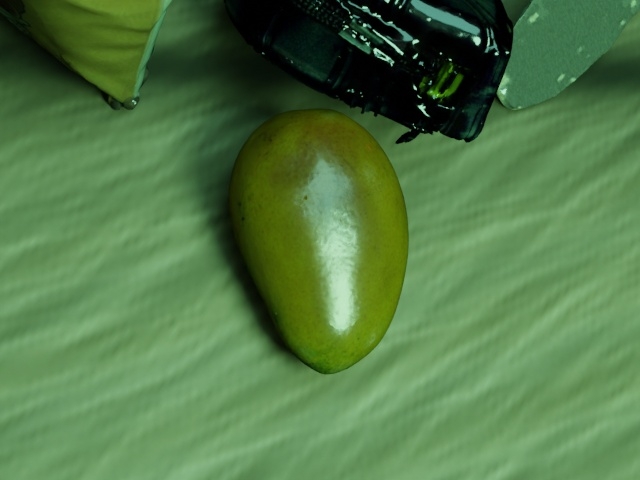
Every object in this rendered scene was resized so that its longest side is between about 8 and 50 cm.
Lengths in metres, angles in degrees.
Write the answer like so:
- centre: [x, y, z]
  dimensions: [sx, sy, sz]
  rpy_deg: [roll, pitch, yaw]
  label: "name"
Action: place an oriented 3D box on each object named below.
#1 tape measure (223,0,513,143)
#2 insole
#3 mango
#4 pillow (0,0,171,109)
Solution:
- centre: [0.029, -0.158, 1.179]
  dimensions: [0.186, 0.112, 0.199]
  rpy_deg: [24, 26, -10]
  label: "tape measure"
- centre: [0.210, -0.185, 1.306]
  dimensions: [0.248, 0.011, 0.081]
  rpy_deg: [-41, 123, -18]
  label: "insole"
- centre: [0.004, -0.004, 1.131]
  dimensions: [0.111, 0.089, 0.163]
  rpy_deg: [-23, 89, -20]
  label: "mango"
- centre: [-0.177, -0.238, 1.013]
  dimensions: [0.119, 0.312, 0.310]
  rpy_deg: [-39, 89, -24]
  label: "pillow"
